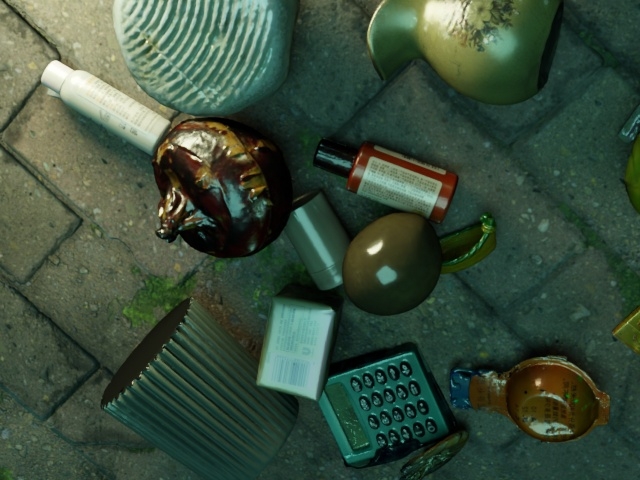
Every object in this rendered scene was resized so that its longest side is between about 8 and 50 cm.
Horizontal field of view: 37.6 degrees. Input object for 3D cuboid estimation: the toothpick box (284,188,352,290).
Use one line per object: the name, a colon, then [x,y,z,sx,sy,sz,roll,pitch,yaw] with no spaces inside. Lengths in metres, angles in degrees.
toothpick box: [0.000,0.000,1.894,0.111,0.111,0.180,-26,104,19]

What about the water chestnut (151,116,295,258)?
water chestnut: [-0.209,-0.092,1.786,0.300,0.300,0.299,4,112,9]

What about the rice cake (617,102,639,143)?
rice cake: [0.613,-0.269,1.715,0.033,0.033,0.207,33,113,7]

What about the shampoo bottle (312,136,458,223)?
shampoo bottle: [0.121,-0.126,1.824,0.278,0.104,0.104,21,114,2]

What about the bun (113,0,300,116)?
bun: [-0.207,-0.401,1.726,0.355,0.194,0.354,3,114,7]

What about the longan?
longan: [0.138,0.048,1.789,0.212,0.198,0.198,-43,99,4]

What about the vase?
vase: [0.270,-0.411,1.643,0.302,0.241,0.329,16,86,18]

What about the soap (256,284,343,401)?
soap: [-0.039,0.204,1.923,0.139,0.182,0.199,11,96,7]

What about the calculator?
calculator: [0.133,0.365,2.045,0.274,0.058,0.248,-19,108,16]

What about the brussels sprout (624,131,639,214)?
brussels sprout: [0.666,-0.128,1.599,0.276,0.314,0.371,12,141,13]

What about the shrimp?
shrimp: [0.229,0.476,2.035,0.217,0.150,0.051,-47,65,28]

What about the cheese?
cheese: [0.427,0.324,1.939,0.330,0.129,0.216,4,116,22]

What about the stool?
stool: [-0.245,0.334,1.986,0.330,0.297,0.297,41,113,-13]

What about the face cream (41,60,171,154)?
face cream: [-0.432,-0.271,1.883,0.269,0.082,0.082,31,114,-2]

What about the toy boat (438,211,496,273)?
toy boat: [0.255,0.012,1.861,0.230,0.089,0.088,-23,121,30]

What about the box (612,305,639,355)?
box: [0.672,0.160,1.881,0.089,0.022,0.156,39,113,-6]
